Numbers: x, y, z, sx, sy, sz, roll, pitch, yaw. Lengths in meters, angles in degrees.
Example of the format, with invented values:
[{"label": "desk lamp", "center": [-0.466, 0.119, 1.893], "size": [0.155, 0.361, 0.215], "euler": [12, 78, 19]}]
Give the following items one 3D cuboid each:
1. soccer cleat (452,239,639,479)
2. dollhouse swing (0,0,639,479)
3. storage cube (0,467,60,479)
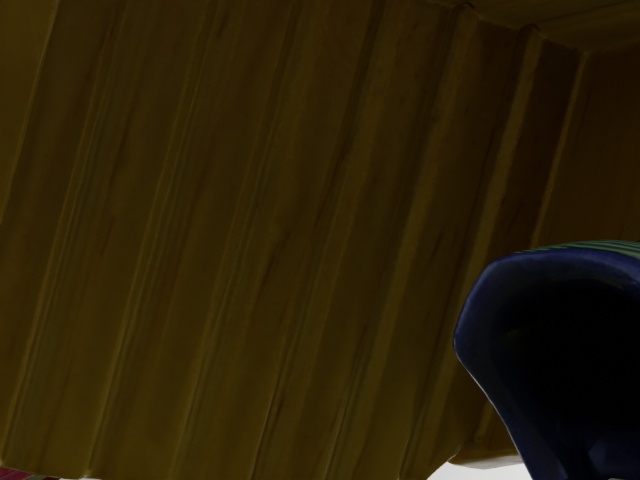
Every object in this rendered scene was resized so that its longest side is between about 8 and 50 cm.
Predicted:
[{"label": "soccer cleat", "center": [0.105, 0.096, 0.340], "size": [0.121, 0.289, 0.093], "euler": [17, -65, -26]}, {"label": "dollhouse swing", "center": [0.057, -0.029, 0.574], "size": [0.347, 0.315, 0.305], "euler": [13, 3, -37]}, {"label": "storage cube", "center": [-0.252, 0.083, 1.032], "size": [0.215, 0.193, 0.184], "euler": [-36, -9, 39]}]
